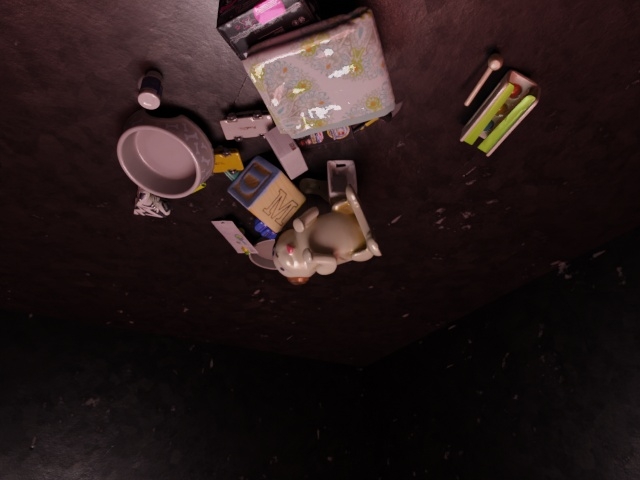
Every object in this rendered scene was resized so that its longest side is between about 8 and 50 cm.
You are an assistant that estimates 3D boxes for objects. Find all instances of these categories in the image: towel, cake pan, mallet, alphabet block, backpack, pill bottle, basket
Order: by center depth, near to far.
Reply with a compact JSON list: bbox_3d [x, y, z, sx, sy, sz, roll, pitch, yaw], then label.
[{"bbox_3d":[0.005,-0.453,1.331,0.373,0.090,0.321,-13,147,15],"label":"towel"},{"bbox_3d":[-0.536,-0.481,1.481,0.066,0.120,0.067,-2,147,-1],"label":"pill bottle"},{"bbox_3d":[0.166,-0.431,1.699,0.189,0.039,0.062,-21,144,31],"label":"mallet"},{"bbox_3d":[-0.210,-0.183,1.842,0.193,0.192,0.197,-48,137,-1],"label":"alphabet block"},{"bbox_3d":[0.083,-0.229,1.880,0.113,0.168,0.103,-1,151,-4],"label":"basket"},{"bbox_3d":[-0.242,-0.068,2.154,0.120,0.101,0.098,27,130,-32],"label":"backpack"},{"bbox_3d":[-0.219,0.055,2.383,0.292,0.054,0.293,-2,147,-2],"label":"cake pan"}]

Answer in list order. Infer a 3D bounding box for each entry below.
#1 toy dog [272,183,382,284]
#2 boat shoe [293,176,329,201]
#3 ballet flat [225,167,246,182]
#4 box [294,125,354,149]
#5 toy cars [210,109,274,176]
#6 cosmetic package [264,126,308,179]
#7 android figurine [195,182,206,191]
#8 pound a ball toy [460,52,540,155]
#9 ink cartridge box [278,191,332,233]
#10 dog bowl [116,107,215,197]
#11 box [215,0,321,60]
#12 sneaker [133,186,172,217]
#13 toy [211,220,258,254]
[{"bbox_3d":[0.000,0.000,1.821,0.407,0.285,0.395,-23,177,7],"label":"toy dog"},{"bbox_3d":[-0.007,-0.219,1.985,0.232,0.084,0.079,14,-178,-35],"label":"boat shoe"},{"bbox_3d":[-0.307,-0.248,1.910,0.087,0.083,0.247,-35,141,4],"label":"ballet flat"},{"bbox_3d":[-0.013,-0.448,1.630,0.216,0.060,0.270,-9,146,10],"label":"box"},{"bbox_3d":[-0.317,-0.366,1.711,0.176,0.087,0.393,32,130,-25],"label":"toy cars"},{"bbox_3d":[-0.120,-0.317,1.686,0.085,0.118,0.231,-32,167,2],"label":"cosmetic package"},{"bbox_3d":[-0.584,-0.263,1.867,0.272,0.056,0.248,-23,142,27],"label":"android figurine"},{"bbox_3d":[0.594,-0.477,1.606,0.208,0.136,0.319,29,142,-1],"label":"pound a ball toy"},{"bbox_3d":[-0.032,-0.089,2.040,0.288,0.211,0.122,12,145,-19],"label":"ink cartridge box"},{"bbox_3d":[-0.565,-0.301,1.683,0.348,0.102,0.349,6,133,7],"label":"dog bowl"},{"bbox_3d":[-0.138,-0.619,1.288,0.247,0.142,0.163,-17,145,22],"label":"box"},{"bbox_3d":[-0.697,-0.161,1.966,0.152,0.094,0.235,6,156,-25],"label":"sneaker"},{"bbox_3d":[-0.398,-0.028,2.225,0.136,0.056,0.237,0,138,33],"label":"toy"}]
